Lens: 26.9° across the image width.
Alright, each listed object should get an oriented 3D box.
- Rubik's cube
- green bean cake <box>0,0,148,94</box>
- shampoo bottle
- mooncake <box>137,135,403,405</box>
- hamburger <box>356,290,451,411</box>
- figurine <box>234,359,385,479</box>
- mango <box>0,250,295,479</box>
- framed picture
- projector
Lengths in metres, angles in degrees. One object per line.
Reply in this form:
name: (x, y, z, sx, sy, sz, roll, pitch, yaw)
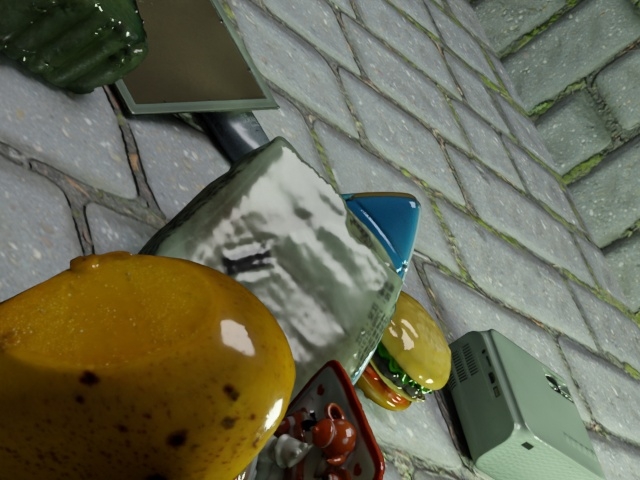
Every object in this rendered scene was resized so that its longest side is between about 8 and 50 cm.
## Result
Rubik's cube: (0.000, 0.000, 1.560, 0.254, 0.254, 0.254, 45, 23, -25)
green bean cake: (-0.299, -0.281, 1.475, 0.227, 0.125, 0.222, 25, 34, -56)
shampoo bottle: (-0.134, -0.185, 1.781, 0.233, 0.049, 0.087, 57, 27, 6)
mooncake: (-0.052, 0.050, 1.399, 0.250, 0.136, 0.254, 48, 64, -13)
hamburger: (0.090, 0.135, 1.687, 0.162, 0.115, 0.162, 46, 20, -22)
figurine: (-0.099, 0.181, 1.165, 0.226, 0.183, 0.160, 23, 26, -34)
mango: (-0.162, 0.115, 1.002, 0.160, 0.290, 0.191, -92, 177, -46)
framed picture: (-0.191, -0.247, 1.711, 0.274, 0.017, 0.217, -7, 64, -49)
projector: (0.291, 0.263, 1.943, 0.250, 0.108, 0.198, 34, 29, -40)
